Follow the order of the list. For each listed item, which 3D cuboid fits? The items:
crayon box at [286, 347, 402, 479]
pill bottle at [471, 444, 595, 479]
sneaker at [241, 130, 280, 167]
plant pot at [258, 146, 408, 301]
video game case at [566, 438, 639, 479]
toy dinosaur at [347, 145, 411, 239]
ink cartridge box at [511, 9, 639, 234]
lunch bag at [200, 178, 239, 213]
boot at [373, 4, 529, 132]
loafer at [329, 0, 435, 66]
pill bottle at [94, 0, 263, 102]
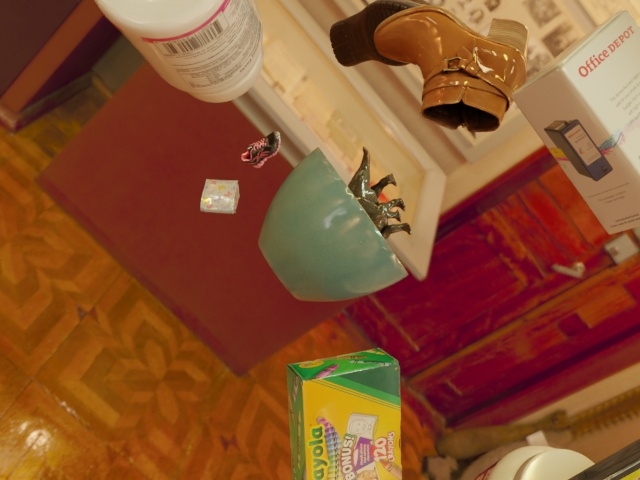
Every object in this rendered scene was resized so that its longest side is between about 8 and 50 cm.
[{"bbox_3d":[0.039,0.326,1.113,0.081,0.165,0.279,-154,-121,-67],"label":"crayon box"},{"bbox_3d":[0.311,0.398,1.017,0.302,0.169,0.169,93,-23,-62],"label":"pill bottle"},{"bbox_3d":[-0.137,-0.209,1.576,0.057,0.119,0.047,13,51,-38],"label":"sneaker"},{"bbox_3d":[0.000,0.000,1.286,0.290,0.195,0.290,55,3,-4],"label":"plant pot"},{"bbox_3d":[0.419,0.333,0.799,0.249,0.274,0.035,68,-10,-13],"label":"video game case"},{"bbox_3d":[0.110,-0.061,1.586,0.121,0.160,0.314,-113,-174,-45],"label":"toy dinosaur"},{"bbox_3d":[0.353,-0.140,0.821,0.154,0.093,0.212,-40,97,-27],"label":"ink cartridge box"},{"bbox_3d":[-0.206,-0.084,1.420,0.083,0.071,0.053,-88,179,-50],"label":"lunch bag"},{"bbox_3d":[0.198,-0.278,1.164,0.109,0.283,0.220,76,32,-55],"label":"boot"},{"bbox_3d":[0.151,-0.450,1.462,0.366,0.130,0.134,24,-45,59],"label":"loafer"},{"bbox_3d":[-0.158,-0.276,0.849,0.160,0.160,0.283,58,0,8],"label":"pill bottle"}]
